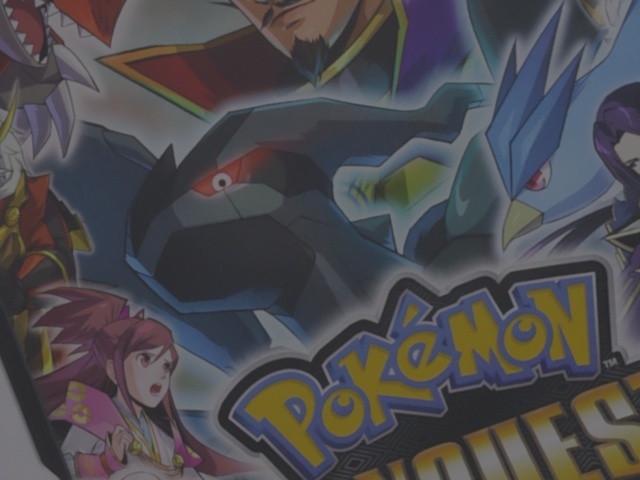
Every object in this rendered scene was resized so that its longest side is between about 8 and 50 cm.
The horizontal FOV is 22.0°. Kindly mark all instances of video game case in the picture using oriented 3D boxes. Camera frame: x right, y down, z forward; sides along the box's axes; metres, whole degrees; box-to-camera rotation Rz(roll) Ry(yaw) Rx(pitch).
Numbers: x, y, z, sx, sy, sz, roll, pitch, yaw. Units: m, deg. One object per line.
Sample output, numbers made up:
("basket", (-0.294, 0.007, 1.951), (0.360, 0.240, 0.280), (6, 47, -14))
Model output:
("video game case", (0.000, 0.000, 0.465), (0.275, 0.035, 0.248), (-22, 88, 15))
